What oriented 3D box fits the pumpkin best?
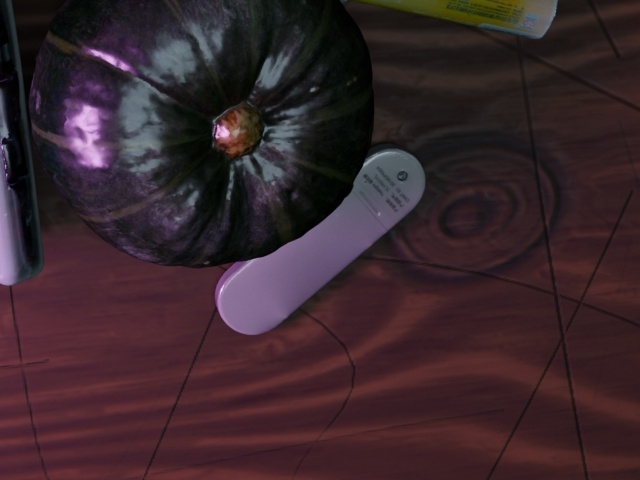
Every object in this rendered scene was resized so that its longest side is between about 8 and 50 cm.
[{"bbox_3d":[-0.100,-0.119,1.296,0.300,0.207,0.300,-8,109,-23],"label":"pumpkin"}]

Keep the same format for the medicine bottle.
[{"bbox_3d":[0.105,-0.233,1.368,0.218,0.074,0.074,9,108,-17],"label":"medicine bottle"}]

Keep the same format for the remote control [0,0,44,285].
[{"bbox_3d":[-0.302,-0.112,1.289,0.056,0.140,0.296,-23,120,-41],"label":"remote control"}]

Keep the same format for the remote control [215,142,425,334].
[{"bbox_3d":[0.000,0.000,1.457,0.245,0.022,0.077,-41,115,4],"label":"remote control"}]
